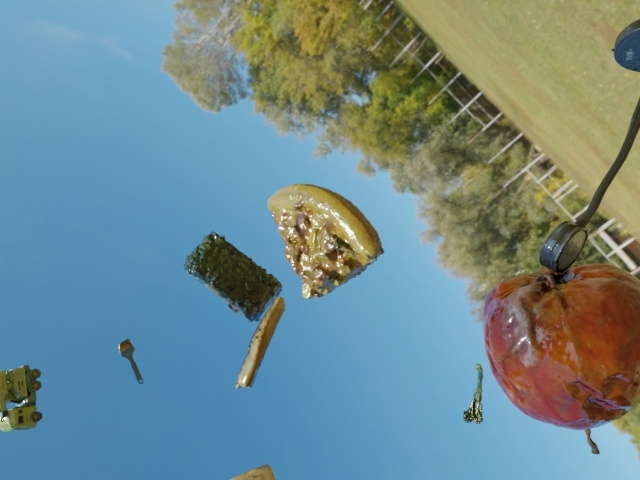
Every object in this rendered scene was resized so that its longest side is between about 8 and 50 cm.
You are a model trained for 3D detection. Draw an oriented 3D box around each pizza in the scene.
[{"bbox_3d":[-0.008,-0.034,0.967,0.087,0.258,0.268,-13,-110,-37],"label":"pizza"}]

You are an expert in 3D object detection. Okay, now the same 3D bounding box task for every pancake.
[{"bbox_3d":[-0.162,0.308,1.334,0.057,0.244,0.266,22,-122,9],"label":"pancake"}]

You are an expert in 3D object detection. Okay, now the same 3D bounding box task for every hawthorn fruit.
[{"bbox_3d":[0.350,0.169,0.661,0.242,0.242,0.271,-34,-68,-65],"label":"hawthorn fruit"}]

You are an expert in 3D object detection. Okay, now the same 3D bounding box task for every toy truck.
[{"bbox_3d":[-0.812,0.420,1.262,0.100,0.077,0.168,18,-124,-58],"label":"toy truck"}]

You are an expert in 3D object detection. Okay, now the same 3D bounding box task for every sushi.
[{"bbox_3d":[-0.319,0.142,1.737,0.352,0.178,0.294,35,164,11],"label":"sushi"}]

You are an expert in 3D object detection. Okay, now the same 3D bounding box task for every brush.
[{"bbox_3d":[-0.645,0.418,1.625,0.051,0.014,0.164,-29,-80,-50],"label":"brush"}]

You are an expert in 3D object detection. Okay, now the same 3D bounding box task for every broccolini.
[{"bbox_3d":[0.400,0.389,1.219,0.054,0.194,0.052,9,-156,31],"label":"broccolini"}]

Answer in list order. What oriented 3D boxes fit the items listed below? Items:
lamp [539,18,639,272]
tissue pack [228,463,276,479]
[{"bbox_3d":[0.375,-0.130,0.637,0.109,0.371,0.130,33,-176,41],"label":"lamp"},{"bbox_3d":[-0.160,0.645,1.067,0.186,0.090,0.222,-17,-132,-23],"label":"tissue pack"}]
